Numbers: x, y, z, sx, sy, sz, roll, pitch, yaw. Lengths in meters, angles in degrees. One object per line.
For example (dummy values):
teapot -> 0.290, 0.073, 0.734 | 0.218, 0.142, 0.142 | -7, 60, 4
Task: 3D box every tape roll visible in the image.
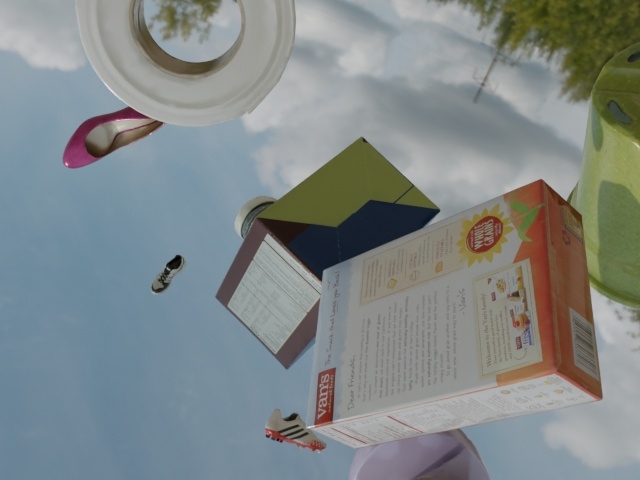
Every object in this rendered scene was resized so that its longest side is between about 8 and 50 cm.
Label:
tape roll -> -0.173, -0.301, 0.981 | 0.286, 0.286, 0.100 | 17, -159, -12

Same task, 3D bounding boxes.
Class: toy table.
toy table -> 0.131, 0.350, 0.831 | 0.252, 0.274, 0.161 | -23, -150, 7

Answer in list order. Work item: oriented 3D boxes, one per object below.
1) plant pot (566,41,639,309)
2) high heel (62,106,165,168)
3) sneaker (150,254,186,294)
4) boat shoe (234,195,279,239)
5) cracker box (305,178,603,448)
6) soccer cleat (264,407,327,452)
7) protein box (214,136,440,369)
plant pot -> 0.424, -0.093, 0.874 | 0.276, 0.254, 0.276 | -11, -129, 14
high heel -> -0.406, -0.200, 1.439 | 0.082, 0.244, 0.117 | 57, -178, -42
sneaker -> -0.272, 0.057, 1.287 | 0.032, 0.037, 0.083 | 31, -114, 12
boat shoe -> 0.000, 0.000, 1.240 | 0.319, 0.116, 0.099 | 9, -155, -47
cracker box -> 0.096, 0.067, 0.585 | 0.067, 0.232, 0.156 | 33, -130, -34
soccer cleat -> -0.023, 0.208, 0.798 | 0.083, 0.036, 0.029 | 26, 167, -30
protein box -> 0.004, 0.018, 0.900 | 0.136, 0.201, 0.200 | 44, -126, 7
